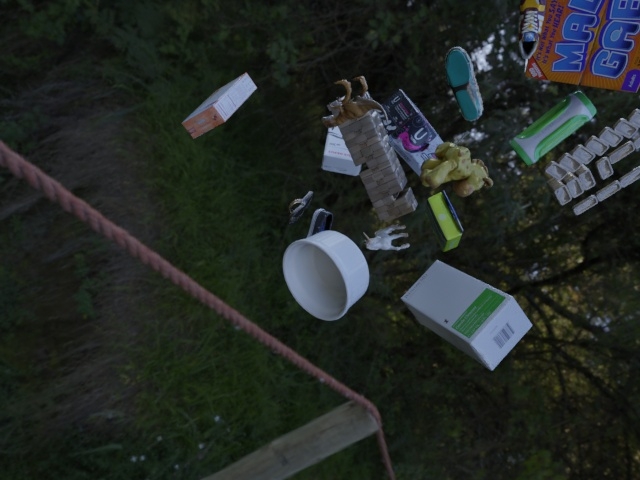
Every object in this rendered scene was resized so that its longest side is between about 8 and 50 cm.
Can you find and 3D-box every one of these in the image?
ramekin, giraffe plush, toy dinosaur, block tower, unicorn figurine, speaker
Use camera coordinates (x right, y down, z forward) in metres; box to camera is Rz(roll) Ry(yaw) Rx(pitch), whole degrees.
[{"bbox_3d":[0.023,0.103,1.862,0.277,0.135,0.277,25,-51,35],"label":"ramekin"},{"bbox_3d":[0.437,-0.213,1.820,0.170,0.210,0.181,38,33,-18],"label":"giraffe plush"},{"bbox_3d":[0.082,-0.285,1.225,0.211,0.064,0.112,0,-75,56],"label":"toy dinosaur"},{"bbox_3d":[0.137,-0.214,1.481,0.335,0.097,0.091,63,24,-12],"label":"block tower"},{"bbox_3d":[0.166,-0.004,1.481,0.162,0.111,0.060,-48,130,-85],"label":"unicorn figurine"},{"bbox_3d":[0.850,-0.410,2.145,0.131,0.296,0.131,44,18,-19],"label":"speaker"}]

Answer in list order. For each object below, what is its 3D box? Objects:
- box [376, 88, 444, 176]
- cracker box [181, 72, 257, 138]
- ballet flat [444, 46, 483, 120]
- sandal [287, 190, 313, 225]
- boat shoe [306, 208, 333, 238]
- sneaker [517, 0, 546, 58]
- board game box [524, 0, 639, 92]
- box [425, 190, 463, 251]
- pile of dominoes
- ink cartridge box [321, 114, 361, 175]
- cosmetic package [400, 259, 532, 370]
[{"bbox_3d":[0.309,-0.361,1.987,0.247,0.142,0.163,36,21,-42],"label":"box"},{"bbox_3d":[-0.321,-0.433,1.874,0.067,0.156,0.232,54,41,-23],"label":"cracker box"},{"bbox_3d":[0.436,-0.479,1.777,0.077,0.091,0.241,-58,134,-45],"label":"ballet flat"},{"bbox_3d":[-0.091,-0.137,2.344,0.219,0.060,0.090,-59,171,-45],"label":"sandal"},{"bbox_3d":[0.000,0.000,2.132,0.080,0.228,0.076,16,-1,-44],"label":"boat shoe"},{"bbox_3d":[0.559,-0.574,1.549,0.185,0.070,0.084,69,32,-48],"label":"sneaker"},{"bbox_3d":[0.909,-0.752,1.944,0.356,0.356,0.356,-64,161,-48],"label":"board game box"},{"bbox_3d":[0.288,-0.042,1.370,0.178,0.042,0.109,53,14,-76],"label":"box"},{"bbox_3d":[0.626,-0.178,1.298,0.196,0.251,0.040,43,19,-38],"label":"pile of dominoes"},{"bbox_3d":[0.086,-0.337,2.069,0.082,0.140,0.190,102,-2,-58],"label":"ink cartridge box"},{"bbox_3d":[0.447,0.224,1.837,0.155,0.197,0.365,48,-9,-30],"label":"cosmetic package"}]
